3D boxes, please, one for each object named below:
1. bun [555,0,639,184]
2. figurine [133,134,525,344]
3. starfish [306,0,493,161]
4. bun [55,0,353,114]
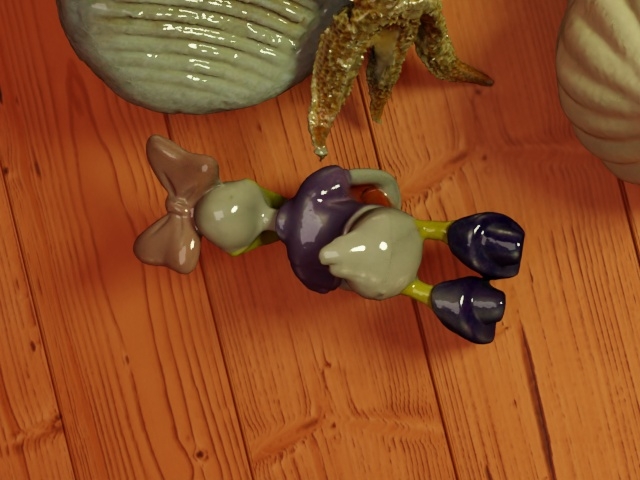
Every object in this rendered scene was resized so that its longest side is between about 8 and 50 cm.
[{"bbox_3d":[0.339,-0.135,1.116,0.263,0.175,0.263,4,123,6],"label":"bun"},{"bbox_3d":[0.006,0.001,1.316,0.420,0.193,0.154,16,104,27],"label":"figurine"},{"bbox_3d":[0.048,-0.211,1.235,0.301,0.294,0.084,-16,43,-8],"label":"starfish"},{"bbox_3d":[-0.115,-0.308,1.301,0.362,0.361,0.211,-60,28,16],"label":"bun"}]
